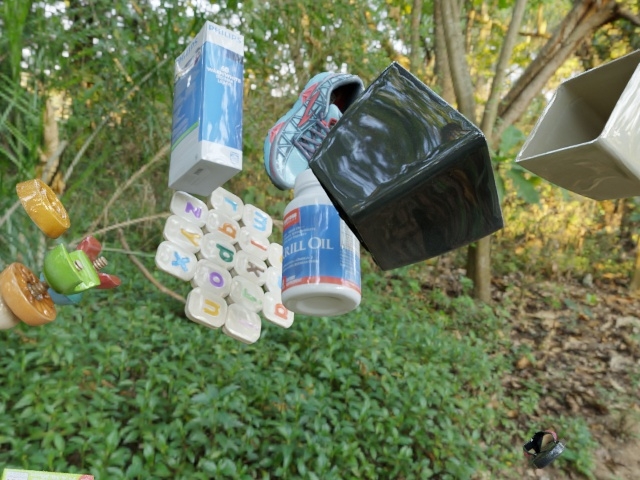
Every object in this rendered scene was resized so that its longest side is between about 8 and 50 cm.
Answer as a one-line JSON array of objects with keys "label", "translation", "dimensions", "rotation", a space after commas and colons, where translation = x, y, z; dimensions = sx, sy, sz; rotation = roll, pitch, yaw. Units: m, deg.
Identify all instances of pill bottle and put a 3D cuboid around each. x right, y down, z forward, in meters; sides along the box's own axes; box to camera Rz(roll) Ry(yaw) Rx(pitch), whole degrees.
[{"label": "pill bottle", "translation": [0.000, 0.000, 0.885], "dimensions": [0.124, 0.221, 0.124], "rotation": [-1, -27, 0]}]

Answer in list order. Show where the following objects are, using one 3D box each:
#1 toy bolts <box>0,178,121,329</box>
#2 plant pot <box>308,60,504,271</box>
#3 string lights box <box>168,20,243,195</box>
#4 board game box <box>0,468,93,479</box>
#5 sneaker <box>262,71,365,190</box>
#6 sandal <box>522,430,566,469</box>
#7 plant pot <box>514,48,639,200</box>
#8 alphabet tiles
[{"label": "toy bolts", "translation": [-0.455, 0.040, 0.889], "dimensions": [0.159, 0.218, 0.228], "rotation": [-30, -10, -7]}, {"label": "plant pot", "translation": [0.098, -0.074, 0.704], "dimensions": [0.187, 0.167, 0.188], "rotation": [56, 2, 40]}, {"label": "string lights box", "translation": [-0.197, -0.223, 0.950], "dimensions": [0.077, 0.259, 0.133], "rotation": [12, -22, -35]}, {"label": "board game box", "translation": [-0.270, 0.304, 0.525], "dimensions": [0.092, 0.043, 0.181], "rotation": [19, 16, -28]}, {"label": "sneaker", "translation": [-0.008, -0.208, 1.006], "dimensions": [0.104, 0.261, 0.125], "rotation": [37, -16, -36]}, {"label": "sandal", "translation": [0.333, 0.309, 0.828], "dimensions": [0.040, 0.067, 0.179], "rotation": [48, 0, 28]}, {"label": "plant pot", "translation": [0.277, -0.097, 0.530], "dimensions": [0.096, 0.109, 0.109], "rotation": [37, -13, -14]}, {"label": "alphabet tiles", "translation": [-0.157, 0.038, 0.985], "dimensions": [0.278, 0.284, 0.021], "rotation": [30, -46, -30]}]
